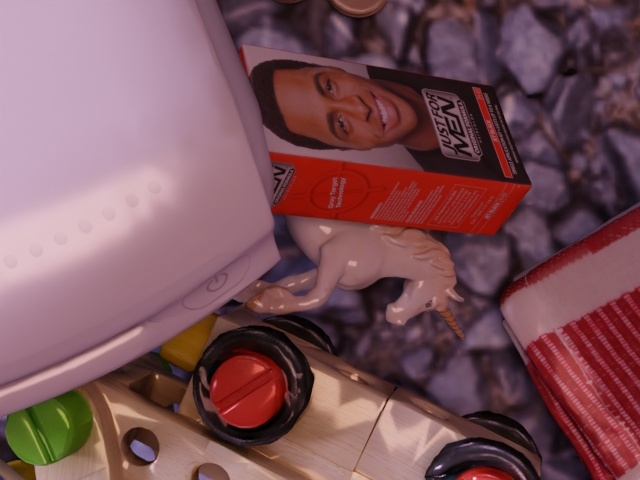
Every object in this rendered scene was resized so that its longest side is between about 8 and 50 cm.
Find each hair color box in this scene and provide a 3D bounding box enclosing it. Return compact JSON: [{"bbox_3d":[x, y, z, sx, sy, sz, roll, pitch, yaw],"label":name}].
[{"bbox_3d":[0.026,-0.047,0.497,0.141,0.043,0.072,4,51,-23],"label":"hair color box"}]

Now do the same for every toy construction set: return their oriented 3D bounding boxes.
[{"bbox_3d":[-0.017,0.150,0.450,0.327,0.151,0.215,24,96,-5],"label":"toy construction set"}]

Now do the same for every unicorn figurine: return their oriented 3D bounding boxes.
[{"bbox_3d":[0.000,0.000,0.513,0.111,0.060,0.162,-27,84,-18],"label":"unicorn figurine"}]

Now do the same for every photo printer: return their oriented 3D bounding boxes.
[{"bbox_3d":[-0.168,-0.070,0.422,0.256,0.107,0.307,-18,63,-7],"label":"photo printer"}]

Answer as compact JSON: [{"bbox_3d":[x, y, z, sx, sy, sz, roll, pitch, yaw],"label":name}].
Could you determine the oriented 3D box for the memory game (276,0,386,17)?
[{"bbox_3d":[0.014,-0.213,0.555,0.186,0.012,0.186,0,86,-6],"label":"memory game"}]

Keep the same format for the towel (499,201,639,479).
[{"bbox_3d":[0.246,0.112,0.453,0.237,0.037,0.329,-36,77,34],"label":"towel"}]
